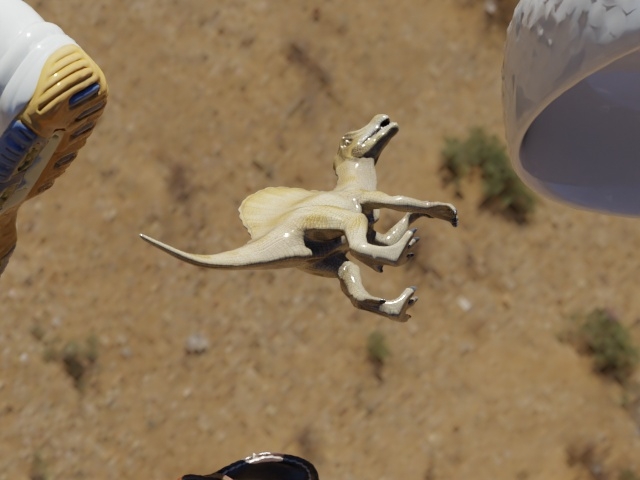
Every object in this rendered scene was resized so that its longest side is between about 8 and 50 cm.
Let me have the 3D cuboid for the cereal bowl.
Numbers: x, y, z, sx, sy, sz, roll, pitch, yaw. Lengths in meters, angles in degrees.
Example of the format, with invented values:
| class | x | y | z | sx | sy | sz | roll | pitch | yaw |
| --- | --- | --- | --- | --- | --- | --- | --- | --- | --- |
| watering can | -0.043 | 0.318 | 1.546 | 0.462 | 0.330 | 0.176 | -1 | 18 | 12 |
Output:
| class | x | y | z | sx | sy | sz | roll | pitch | yaw |
| --- | --- | --- | --- | --- | --- | --- | --- | --- | --- |
| cereal bowl | 0.263 | -0.131 | 1.071 | 0.339 | 0.339 | 0.141 | 9 | 66 | -36 |

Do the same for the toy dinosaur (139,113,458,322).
| class | x | y | z | sx | sy | sz | roll | pitch | yaw |
| --- | --- | --- | --- | --- | --- | --- | --- | --- | --- |
| toy dinosaur | 0.000 | 0.000 | 0.858 | 0.093 | 0.053 | 0.183 | 23 | 32 | 23 |

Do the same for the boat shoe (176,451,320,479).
| class | x | y | z | sx | sy | sz | roll | pitch | yaw |
| --- | --- | --- | --- | --- | --- | --- | --- | --- | --- |
| boat shoe | -0.049 | 0.139 | 0.833 | 0.207 | 0.073 | 0.073 | -48 | 136 | -60 |

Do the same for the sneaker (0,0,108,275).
| class | x | y | z | sx | sy | sz | roll | pitch | yaw |
| --- | --- | --- | --- | --- | --- | --- | --- | --- | --- |
| sneaker | -0.242 | -0.029 | 1.117 | 0.131 | 0.296 | 0.112 | 42 | 25 | 8 |
